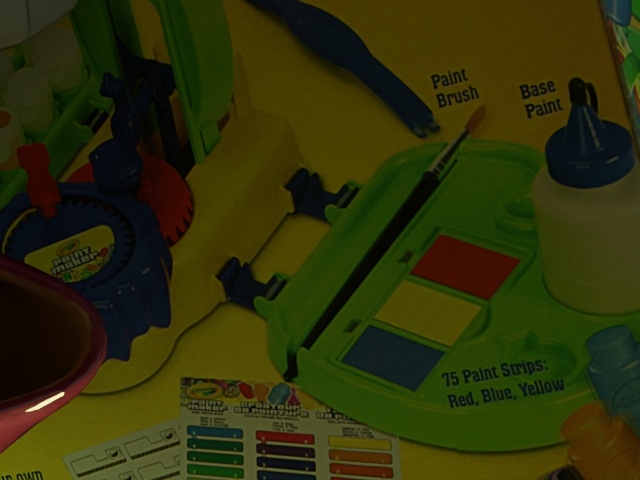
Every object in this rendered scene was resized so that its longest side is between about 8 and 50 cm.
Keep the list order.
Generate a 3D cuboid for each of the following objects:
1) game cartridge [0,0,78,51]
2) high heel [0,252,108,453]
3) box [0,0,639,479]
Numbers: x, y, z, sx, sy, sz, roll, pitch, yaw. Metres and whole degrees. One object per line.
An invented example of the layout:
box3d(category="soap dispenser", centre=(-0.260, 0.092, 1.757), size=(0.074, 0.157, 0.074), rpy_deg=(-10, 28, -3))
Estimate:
box3d(category="game cartridge", centre=(-0.171, -0.168, 0.462), size=(0.060, 0.196, 0.294), rpy_deg=(-38, 110, -53))
box3d(category="high heel", centre=(-0.220, 0.007, 0.350), size=(0.377, 0.181, 0.127), rpy_deg=(4, 76, -54))
box3d(category="box", centre=(0.000, 0.000, 0.564), size=(0.177, 0.290, 0.279), rpy_deg=(-25, 101, -54))
